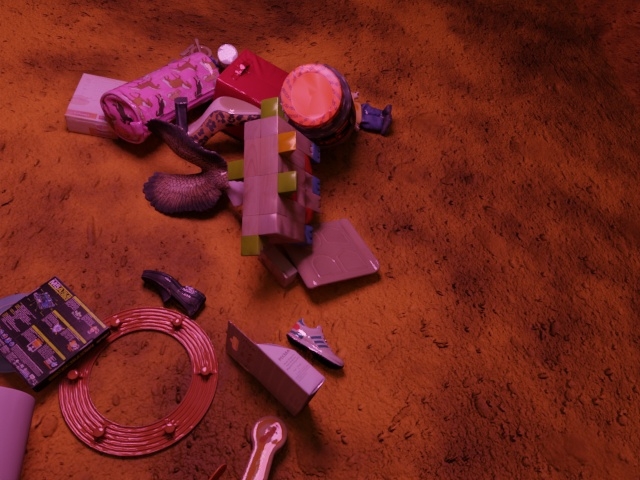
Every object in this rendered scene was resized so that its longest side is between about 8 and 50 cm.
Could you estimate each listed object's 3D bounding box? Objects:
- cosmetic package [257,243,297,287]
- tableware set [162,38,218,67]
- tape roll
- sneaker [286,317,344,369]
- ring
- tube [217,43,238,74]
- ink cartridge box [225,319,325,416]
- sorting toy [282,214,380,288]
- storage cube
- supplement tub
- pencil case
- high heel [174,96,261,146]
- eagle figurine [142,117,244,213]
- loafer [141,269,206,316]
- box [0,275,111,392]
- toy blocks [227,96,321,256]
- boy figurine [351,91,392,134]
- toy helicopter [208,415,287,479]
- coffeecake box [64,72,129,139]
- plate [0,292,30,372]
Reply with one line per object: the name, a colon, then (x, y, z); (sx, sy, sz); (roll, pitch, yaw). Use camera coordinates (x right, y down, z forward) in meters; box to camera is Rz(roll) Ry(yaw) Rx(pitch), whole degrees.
cosmetic package: (-0.116, 0.065, 1.246); (0.041, 0.060, 0.115); (-35, 70, -29)
tableware set: (-0.446, -0.626, 1.615); (0.128, 0.039, 0.194); (28, 56, 5)
tape roll: (-0.651, 0.362, 0.809); (0.246, 0.246, 0.169); (2, 59, -13)
sneaker: (-0.001, 0.252, 1.156); (0.161, 0.057, 0.075); (30, 61, 9)
ring: (-0.401, 0.299, 1.041); (0.337, 0.032, 0.336); (7, 56, -11)
tube: (-0.299, -0.570, 1.522); (0.062, 0.240, 0.070); (-41, 97, -4)
ink cartridge box: (-0.108, 0.274, 1.036); (0.232, 0.189, 0.066); (43, 58, 15)
sorting toy: (0.000, 0.000, 1.324); (0.229, 0.041, 0.307); (-13, 52, -29)
storage cube: (-0.207, -0.436, 1.455); (0.193, 0.215, 0.183); (29, 55, -2)
supplement tub: (-0.004, -0.391, 1.378); (0.207, 0.338, 0.207); (1, 94, 8)
pencil case: (-0.458, -0.430, 1.388); (0.386, 0.167, 0.160); (-48, 123, -42)
high heel: (-0.292, -0.321, 1.368); (0.261, 0.186, 0.093); (2, 44, -9)
eagle figurine: (-0.331, -0.192, 1.284); (0.298, 0.225, 0.226); (3, 73, -25)
loafer: (-0.369, 0.127, 1.143); (0.170, 0.062, 0.061); (25, 60, 4)
box: (-0.597, 0.198, 1.017); (0.191, 0.045, 0.184); (38, 55, 13)
toy blocks: (-0.088, -0.134, 1.219); (0.191, 0.261, 0.381); (-5, 79, 25)
boy figurine: (0.102, -0.458, 1.619); (0.285, 0.092, 0.177); (15, 58, -9)
toy helicopter: (-0.162, 0.517, 0.928); (0.235, 0.140, 0.355); (14, 45, 5)
coffeecake box: (-0.661, -0.404, 1.401); (0.142, 0.068, 0.185); (9, 56, -11)
plate: (-0.679, 0.199, 1.039); (0.188, 0.024, 0.188); (6, 56, -10)
